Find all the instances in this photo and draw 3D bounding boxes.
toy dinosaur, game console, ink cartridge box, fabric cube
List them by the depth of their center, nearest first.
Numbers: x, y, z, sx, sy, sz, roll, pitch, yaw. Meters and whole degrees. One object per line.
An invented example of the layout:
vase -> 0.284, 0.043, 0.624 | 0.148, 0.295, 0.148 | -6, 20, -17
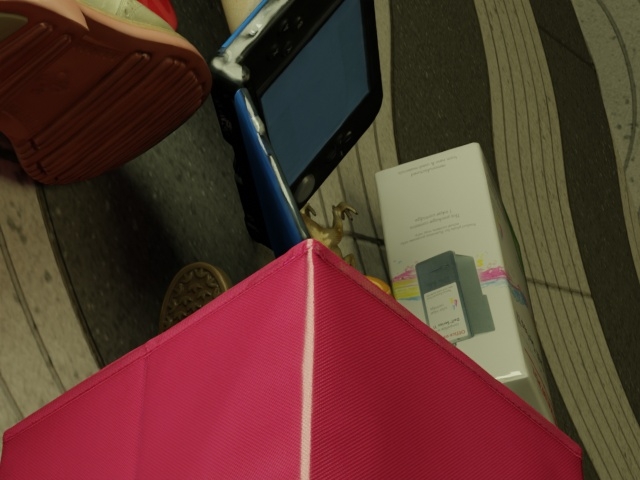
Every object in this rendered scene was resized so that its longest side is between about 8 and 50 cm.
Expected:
fabric cube -> -0.016, 0.209, 0.914 | 0.254, 0.259, 0.258 | 37, 34, -33
game console -> 0.018, -0.055, 1.332 | 0.173, 0.250, 0.293 | 34, -18, 18
toy dinosaur -> 0.000, 0.000, 1.548 | 0.183, 0.053, 0.092 | 59, 25, -29
ink cartridge box -> 0.155, 0.108, 1.696 | 0.207, 0.119, 0.353 | 60, 19, -53

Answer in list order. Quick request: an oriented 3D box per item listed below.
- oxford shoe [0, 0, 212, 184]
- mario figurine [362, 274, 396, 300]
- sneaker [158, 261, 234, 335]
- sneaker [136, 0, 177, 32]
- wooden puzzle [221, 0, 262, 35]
oxford shoe -> -0.184, -0.139, 1.086 | 0.146, 0.140, 0.397 | 54, 6, 15
mario figurine -> 0.041, 0.187, 1.198 | 0.198, 0.170, 0.320 | -52, 150, -56
sneaker -> -0.070, 0.117, 1.252 | 0.086, 0.064, 0.192 | 27, 53, -63
sneaker -> -0.140, -0.247, 1.293 | 0.221, 0.128, 0.087 | 54, 27, -35
wooden puzzle -> -0.067, -0.301, 1.448 | 0.348, 0.080, 0.322 | 63, 10, -83
